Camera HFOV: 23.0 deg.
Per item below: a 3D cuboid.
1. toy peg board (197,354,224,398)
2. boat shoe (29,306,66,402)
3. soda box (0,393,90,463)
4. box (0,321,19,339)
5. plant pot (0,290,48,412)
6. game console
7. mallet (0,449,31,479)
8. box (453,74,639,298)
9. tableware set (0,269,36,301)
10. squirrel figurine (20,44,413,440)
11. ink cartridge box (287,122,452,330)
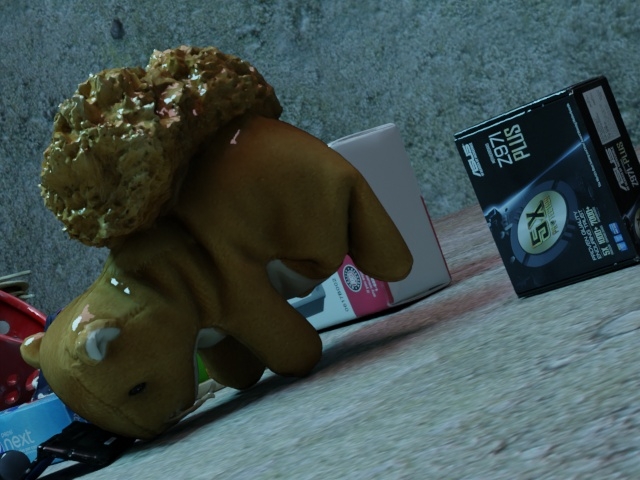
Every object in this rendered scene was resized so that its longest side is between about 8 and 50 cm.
[{"bbox_3d":[-0.125,0.133,1.939,0.161,0.079,0.160,-22,2,-23],"label":"toy peg board"},{"bbox_3d":[-0.299,0.160,1.921,0.127,0.158,0.340,-23,3,-41],"label":"boat shoe"},{"bbox_3d":[-0.331,0.223,1.814,0.210,0.071,0.067,-20,3,38],"label":"soda box"},{"bbox_3d":[-0.487,0.211,2.220,0.181,0.182,0.119,-21,2,11],"label":"box"},{"bbox_3d":[-0.459,0.164,2.055,0.174,0.191,0.191,-63,-5,8],"label":"plant pot"},{"bbox_3d":[-0.259,0.234,1.623,0.107,0.071,0.122,9,8,8],"label":"game console"},{"bbox_3d":[-0.389,0.274,1.649,0.189,0.039,0.062,-27,-1,-32],"label":"mallet"},{"bbox_3d":[0.237,-0.052,1.550,0.147,0.180,0.077,-20,3,40],"label":"box"},{"bbox_3d":[-0.500,0.100,2.217,0.194,0.039,0.128,-15,-15,-26],"label":"tableware set"},{"bbox_3d":[-0.165,0.002,1.657,0.370,0.397,0.281,-37,18,-23],"label":"squirrel figurine"},{"bbox_3d":[0.000,0.000,2.077,0.131,0.226,0.306,-22,0,-42],"label":"ink cartridge box"}]
